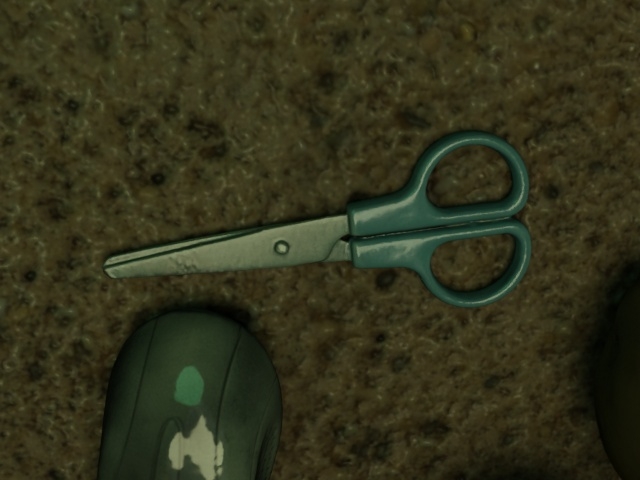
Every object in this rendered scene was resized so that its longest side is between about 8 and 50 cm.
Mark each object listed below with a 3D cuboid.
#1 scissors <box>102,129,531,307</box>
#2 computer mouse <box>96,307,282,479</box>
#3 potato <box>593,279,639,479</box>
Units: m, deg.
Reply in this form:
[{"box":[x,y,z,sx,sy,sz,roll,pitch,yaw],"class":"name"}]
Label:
[{"box":[0.000,0.000,0.941,0.447,0.029,0.193,-7,109,-5],"class":"scissors"},{"box":[-0.147,0.257,0.947,0.188,0.122,0.371,9,108,8],"class":"computer mouse"},{"box":[0.422,0.189,0.961,0.243,0.221,0.326,-20,115,-3],"class":"potato"}]
